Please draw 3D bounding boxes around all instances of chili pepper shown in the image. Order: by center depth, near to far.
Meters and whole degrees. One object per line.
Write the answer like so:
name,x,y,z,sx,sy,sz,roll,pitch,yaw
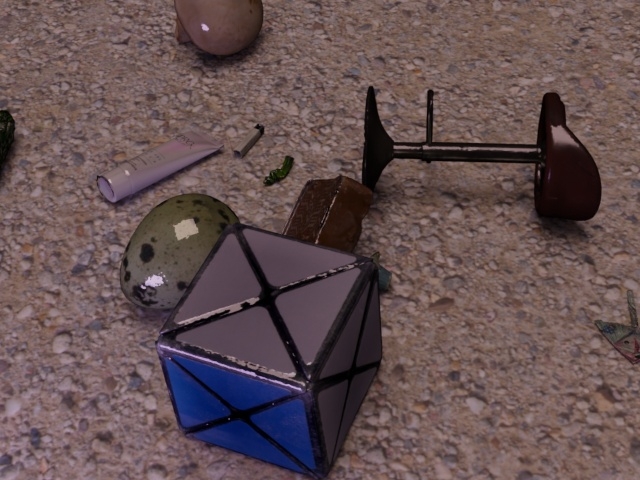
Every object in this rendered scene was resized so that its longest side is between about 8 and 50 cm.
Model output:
chili pepper,-0.076,-0.129,2.081,0.027,0.022,0.083,45,58,-2

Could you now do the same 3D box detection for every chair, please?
chair,0.277,-0.149,1.935,0.401,0.226,0.226,3,48,6

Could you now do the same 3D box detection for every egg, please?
egg,-0.231,0.024,1.854,0.228,0.177,0.177,-41,55,-11

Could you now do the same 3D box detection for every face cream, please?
face cream,-0.303,-0.145,2.096,0.244,0.058,0.092,-32,48,-29

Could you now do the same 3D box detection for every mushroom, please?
mushroom,-0.228,-0.474,2.320,0.204,0.204,0.204,-3,48,3

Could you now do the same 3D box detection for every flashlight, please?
flashlight,-0.137,-0.191,2.143,0.018,0.018,0.083,21,53,23

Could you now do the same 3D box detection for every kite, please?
kite,0.508,0.138,1.793,0.137,0.005,0.152,10,49,11

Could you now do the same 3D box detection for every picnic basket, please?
picnic basket,0.076,0.055,1.875,0.083,0.065,0.083,22,55,-3

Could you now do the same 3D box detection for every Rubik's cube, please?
Rubik's cube,-0.064,0.160,1.658,0.259,0.260,0.254,16,52,15

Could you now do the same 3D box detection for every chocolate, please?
chocolate,0.000,0.000,1.851,0.093,0.148,0.214,28,77,-23

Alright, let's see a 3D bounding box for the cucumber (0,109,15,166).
cucumber,-0.650,-0.120,2.074,0.096,0.096,0.359,2,47,7
